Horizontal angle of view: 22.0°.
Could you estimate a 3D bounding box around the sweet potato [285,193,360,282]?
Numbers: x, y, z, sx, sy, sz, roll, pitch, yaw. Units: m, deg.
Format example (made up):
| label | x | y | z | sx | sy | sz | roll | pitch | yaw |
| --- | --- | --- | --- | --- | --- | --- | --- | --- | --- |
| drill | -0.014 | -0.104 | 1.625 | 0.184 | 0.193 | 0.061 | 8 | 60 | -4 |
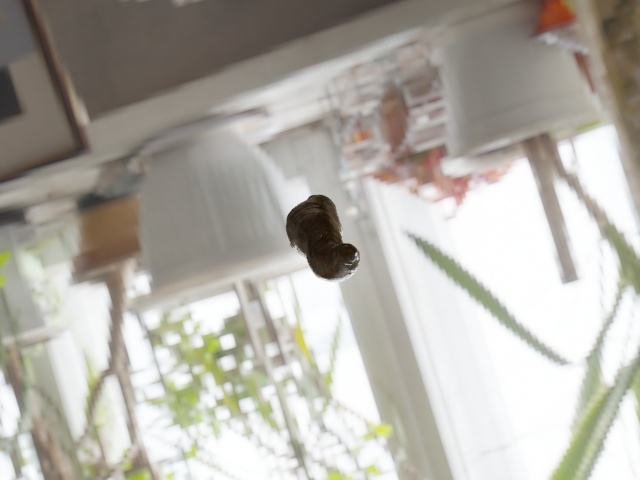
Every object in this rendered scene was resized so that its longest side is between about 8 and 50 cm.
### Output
| label | x | y | z | sx | sy | sz | roll | pitch | yaw |
| --- | --- | --- | --- | --- | --- | --- | --- | --- | --- |
| sweet potato | 0.000 | 0.000 | 0.681 | 0.026 | 0.026 | 0.115 | -17 | -164 | -2 |
